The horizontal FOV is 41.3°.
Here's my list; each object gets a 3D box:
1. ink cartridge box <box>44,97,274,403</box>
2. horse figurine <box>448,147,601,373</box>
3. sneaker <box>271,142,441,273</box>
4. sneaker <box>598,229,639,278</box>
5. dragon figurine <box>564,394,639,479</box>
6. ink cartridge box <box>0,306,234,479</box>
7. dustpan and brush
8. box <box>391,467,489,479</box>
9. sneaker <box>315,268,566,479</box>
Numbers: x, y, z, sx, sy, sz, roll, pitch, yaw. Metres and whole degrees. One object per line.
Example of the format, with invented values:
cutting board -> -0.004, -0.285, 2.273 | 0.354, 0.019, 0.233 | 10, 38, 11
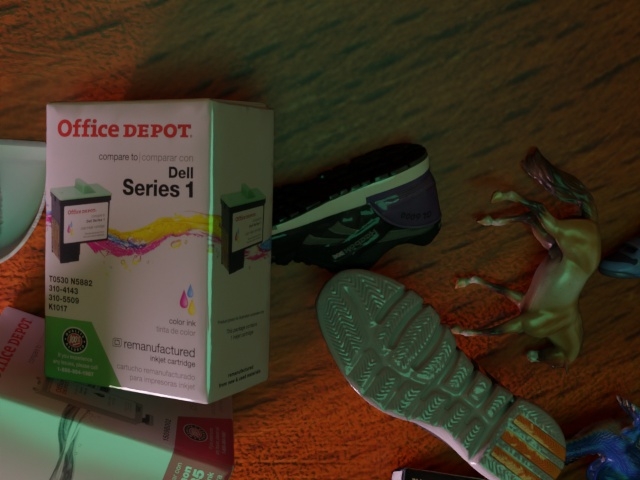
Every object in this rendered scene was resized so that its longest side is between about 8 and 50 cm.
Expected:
ink cartridge box -> -0.160, 0.001, 0.839 | 0.201, 0.117, 0.278 | 4, 95, 26
horse figurine -> 0.257, 0.032, 0.993 | 0.175, 0.066, 0.263 | 13, 108, -4
sneaker -> 0.000, 0.000, 0.937 | 0.283, 0.107, 0.124 | -19, 114, 0
sneaker -> 0.393, 0.005, 1.007 | 0.144, 0.053, 0.059 | -18, 109, -10
dragon figurine -> 0.382, 0.292, 1.047 | 0.289, 0.085, 0.144 | 40, 92, 6
ink cartridge box -> -0.245, 0.199, 0.912 | 0.283, 0.207, 0.117 | 21, 103, -12
dustpan and brush -> -0.368, -0.001, 0.915 | 0.147, 0.060, 0.211 | 3, 107, -7
box -> 0.191, 0.386, 1.055 | 0.220, 0.051, 0.175 | 11, 70, -10
sneaker -> 0.118, 0.163, 0.970 | 0.321, 0.180, 0.124 | 43, 83, 2
